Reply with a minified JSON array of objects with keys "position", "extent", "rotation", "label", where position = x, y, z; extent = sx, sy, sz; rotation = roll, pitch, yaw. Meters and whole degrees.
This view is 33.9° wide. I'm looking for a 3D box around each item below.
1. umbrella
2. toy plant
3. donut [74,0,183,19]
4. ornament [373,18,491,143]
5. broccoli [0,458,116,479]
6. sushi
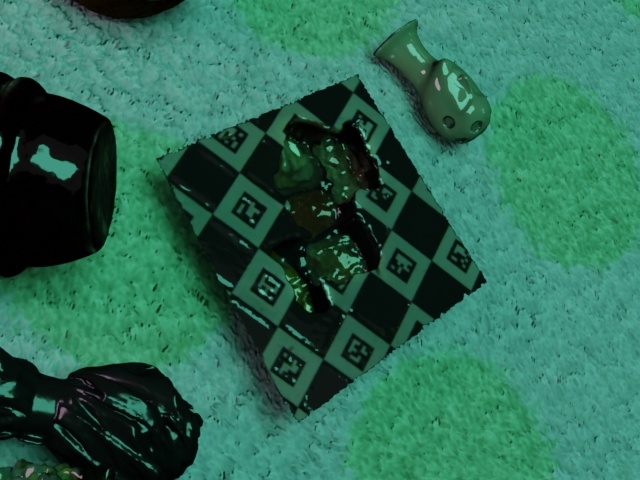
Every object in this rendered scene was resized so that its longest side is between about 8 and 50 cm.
[{"position":[-0.267,0.135,0.898],"extent":[0.340,0.118,0.118],"rotation":[18,64,-12],"label":"umbrella"},{"position":[-0.302,-0.066,0.913],"extent":[0.235,0.175,0.218],"rotation":[5,73,0],"label":"toy plant"},{"position":[-0.227,-0.306,1.085],"extent":[0.217,0.085,0.141],"rotation":[43,57,-8],"label":"donut"},{"position":[0.141,-0.186,1.249],"extent":[0.156,0.081,0.075],"rotation":[50,52,2],"label":"ornament"},{"position":[-0.204,0.348,0.759],"extent":[0.348,0.293,0.281],"rotation":[-50,137,-22],"label":"broccoli"},{"position":[0.000,0.000,1.111],"extent":[0.294,0.059,0.292],"rotation":[-28,86,-34],"label":"sushi"}]
